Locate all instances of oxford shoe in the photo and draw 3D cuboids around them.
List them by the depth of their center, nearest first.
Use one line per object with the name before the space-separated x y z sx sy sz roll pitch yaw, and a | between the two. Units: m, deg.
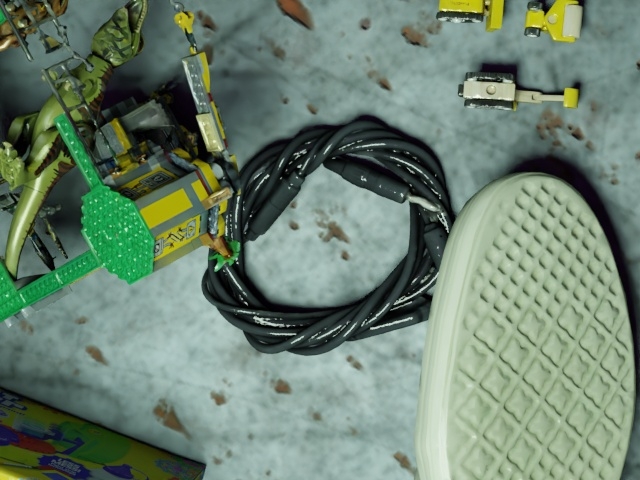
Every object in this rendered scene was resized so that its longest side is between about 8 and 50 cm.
oxford shoe | 0.120 0.179 1.162 0.169 0.130 0.449 -4 95 -27

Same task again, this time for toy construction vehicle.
toy construction vehicle | 0.127 -0.130 1.173 0.098 0.035 0.086 2 87 6

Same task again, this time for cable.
cable | 0.000 0.000 1.199 0.184 0.047 0.151 -14 95 11

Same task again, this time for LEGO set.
LEGO set | -0.154 -0.112 1.120 0.331 0.192 0.255 55 138 4

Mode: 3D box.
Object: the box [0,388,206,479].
box | -0.272 0.251 1.209 0.290 0.177 0.279 19 99 6
